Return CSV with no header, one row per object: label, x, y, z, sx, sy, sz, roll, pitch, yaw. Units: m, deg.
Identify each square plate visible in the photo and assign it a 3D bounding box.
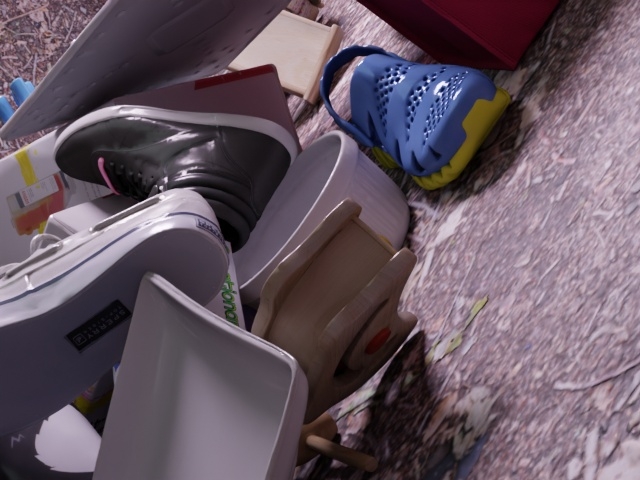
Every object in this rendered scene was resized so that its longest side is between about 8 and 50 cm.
square plate,-0.114,0.227,1.368,0.344,0.049,0.347,23,101,61

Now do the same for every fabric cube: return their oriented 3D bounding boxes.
fabric cube,0.142,-0.362,1.734,0.258,0.259,0.254,-55,17,-1

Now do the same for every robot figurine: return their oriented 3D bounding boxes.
robot figurine,-0.281,0.264,1.660,0.209,0.278,0.174,-19,-39,-35

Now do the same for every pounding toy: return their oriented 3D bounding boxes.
pounding toy,0.040,0.094,1.378,0.154,0.155,0.269,-39,-19,-30

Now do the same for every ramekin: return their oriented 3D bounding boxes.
ramekin,0.000,0.000,1.669,0.207,0.109,0.207,-48,16,19

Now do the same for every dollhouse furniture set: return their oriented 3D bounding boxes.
dollhouse furniture set,-0.044,-0.241,2.436,0.355,0.173,0.303,31,-99,-77

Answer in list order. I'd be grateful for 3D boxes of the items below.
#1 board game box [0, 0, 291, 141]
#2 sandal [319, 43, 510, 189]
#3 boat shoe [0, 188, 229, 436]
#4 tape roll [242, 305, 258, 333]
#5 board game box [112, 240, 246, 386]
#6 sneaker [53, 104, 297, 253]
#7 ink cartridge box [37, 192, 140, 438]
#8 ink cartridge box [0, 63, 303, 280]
board game box,-0.168,-0.280,1.953,0.390,0.050,0.390,-24,-11,-44
sandal,0.085,-0.138,1.666,0.126,0.138,0.317,-54,17,-9
boat shoe,-0.259,0.056,1.586,0.367,0.136,0.156,-33,29,10
tape roll,-0.117,0.139,1.770,0.189,0.080,0.189,-49,16,20
board game box,-0.134,0.161,1.577,0.193,0.053,0.305,-54,31,32
sneaker,-0.180,-0.058,1.726,0.295,0.104,0.147,2,52,25
ink cartridge box,-0.247,0.104,1.851,0.226,0.131,0.306,-30,-35,-61
ink cartridge box,-0.251,-0.087,2.151,0.279,0.160,0.384,-20,1,-42
